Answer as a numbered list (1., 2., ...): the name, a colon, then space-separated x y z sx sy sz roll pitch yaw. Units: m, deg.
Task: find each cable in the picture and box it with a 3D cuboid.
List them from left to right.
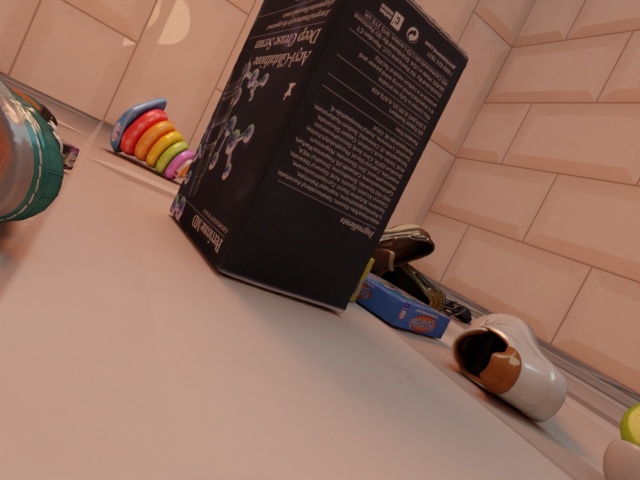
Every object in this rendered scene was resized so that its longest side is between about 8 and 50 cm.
1. cable: 0.407 0.213 1.440 0.150 0.047 0.184 23 4 35

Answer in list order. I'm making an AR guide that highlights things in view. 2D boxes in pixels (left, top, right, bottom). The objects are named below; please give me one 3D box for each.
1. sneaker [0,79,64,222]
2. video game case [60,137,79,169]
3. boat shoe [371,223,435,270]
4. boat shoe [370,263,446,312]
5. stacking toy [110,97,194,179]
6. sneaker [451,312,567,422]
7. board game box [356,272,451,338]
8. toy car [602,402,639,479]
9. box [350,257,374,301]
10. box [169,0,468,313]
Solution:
1. sneaker: -0.281 -0.092 0.406 0.302 0.108 0.121 28 8 35
2. video game case: -0.498 -0.180 0.631 0.232 0.042 0.210 29 6 26
3. boat shoe: 0.131 0.025 0.991 0.257 0.095 0.095 -17 31 -13
4. boat shoe: 0.156 0.073 1.084 0.307 0.111 0.104 28 4 28
5. stacking toy: -0.422 -0.236 1.281 0.302 0.175 0.166 44 40 -2
6. sneaker: 0.256 0.155 0.691 0.123 0.106 0.290 29 5 2
7. board game box: 0.118 0.106 0.857 0.160 0.047 0.210 23 5 -42
8. toy car: 0.371 0.228 0.409 0.182 0.159 0.136 32 -28 59
9. box: -0.008 0.024 0.847 0.058 0.088 0.232 20 9 -43
10. box: -0.027 -0.147 0.682 0.211 0.396 0.293 23 5 -34
